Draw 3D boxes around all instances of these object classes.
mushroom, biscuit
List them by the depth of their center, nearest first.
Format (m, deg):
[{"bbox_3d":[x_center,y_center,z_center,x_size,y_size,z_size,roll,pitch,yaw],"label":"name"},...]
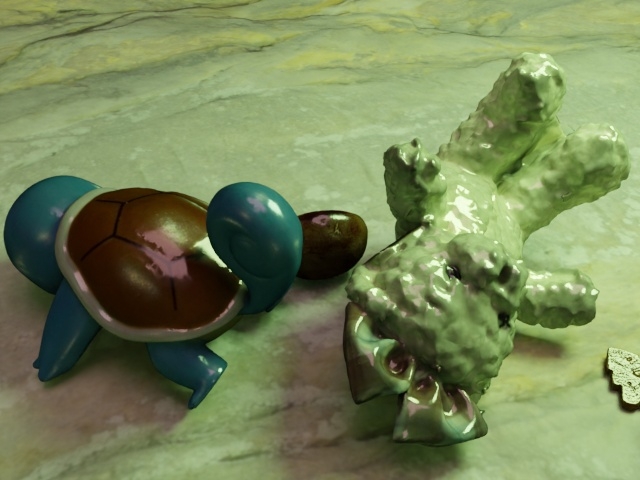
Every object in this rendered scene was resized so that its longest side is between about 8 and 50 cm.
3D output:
[{"bbox_3d":[0.371,0.163,0.870,0.082,0.016,0.092,-21,45,-20],"label":"biscuit"},{"bbox_3d":[0.000,0.000,0.960,0.127,0.127,0.087,-9,58,-16],"label":"mushroom"}]

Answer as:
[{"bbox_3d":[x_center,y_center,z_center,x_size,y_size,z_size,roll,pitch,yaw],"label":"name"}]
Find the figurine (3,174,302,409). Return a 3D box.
[{"bbox_3d":[-0.182,0.045,0.844,0.416,0.243,0.298,4,44,33],"label":"figurine"}]

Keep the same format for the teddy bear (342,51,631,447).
[{"bbox_3d":[0.202,0.003,0.832,0.327,0.375,0.362,45,17,-11],"label":"teddy bear"}]

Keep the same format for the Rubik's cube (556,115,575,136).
[{"bbox_3d":[0.372,-0.176,1.232,0.073,0.075,0.084,45,38,19],"label":"Rubik's cube"}]
